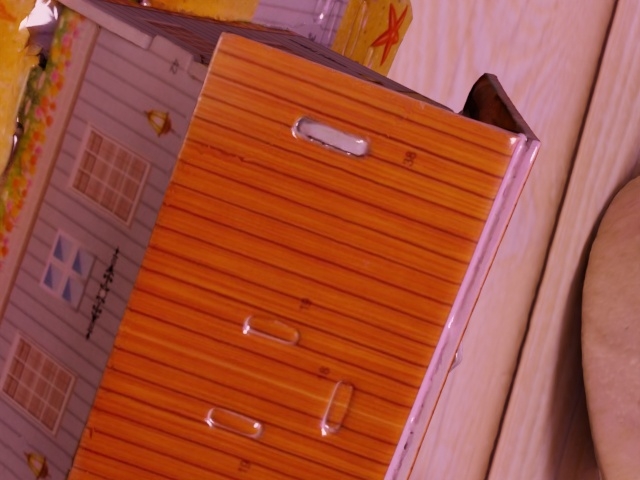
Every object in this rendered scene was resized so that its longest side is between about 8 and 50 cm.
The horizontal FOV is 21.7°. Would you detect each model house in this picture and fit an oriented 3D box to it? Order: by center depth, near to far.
[{"bbox_3d":[0.000,0.000,0.445,0.207,0.136,0.219,2,114,-54],"label":"model house"}]

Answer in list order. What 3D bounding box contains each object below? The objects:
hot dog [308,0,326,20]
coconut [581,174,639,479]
[{"bbox_3d":[-0.023,-0.135,0.501,0.072,0.055,0.188,-94,180,-48],"label":"hot dog"},{"bbox_3d":[0.345,0.097,1.036,0.415,0.415,0.345,66,33,-52],"label":"coconut"}]
